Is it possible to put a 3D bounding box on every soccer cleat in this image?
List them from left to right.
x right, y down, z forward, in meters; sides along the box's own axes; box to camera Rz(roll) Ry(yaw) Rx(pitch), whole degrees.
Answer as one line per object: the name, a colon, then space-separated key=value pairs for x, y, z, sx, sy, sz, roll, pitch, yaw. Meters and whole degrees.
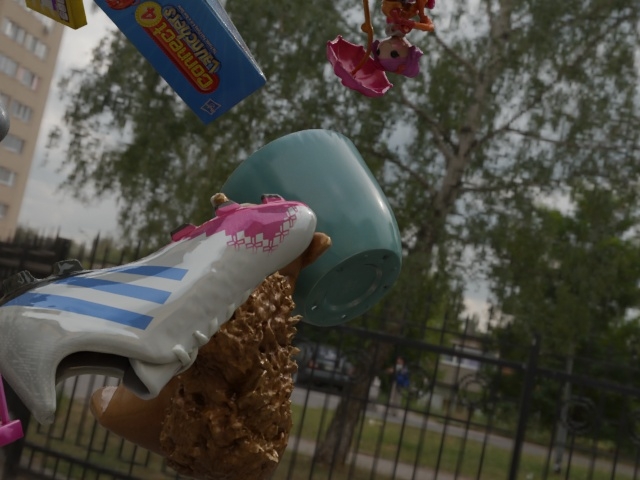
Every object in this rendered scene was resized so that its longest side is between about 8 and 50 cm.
soccer cleat: x=-0.135 y=0.067 z=0.810 sx=0.331 sy=0.143 sz=0.116 roll=-21 pitch=-22 yaw=-22

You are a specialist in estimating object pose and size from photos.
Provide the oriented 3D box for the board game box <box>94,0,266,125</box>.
board game box: x=-0.211 y=-0.320 z=0.927 sx=0.302 sy=0.086 sz=0.308 roll=48 pitch=9 yaw=-44

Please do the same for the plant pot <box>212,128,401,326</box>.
plant pot: x=0.000 y=0.000 z=1.446 sx=0.293 sy=0.293 sz=0.235 roll=20 pitch=29 yaw=-51

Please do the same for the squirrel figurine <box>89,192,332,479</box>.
squirrel figurine: x=-0.109 y=0.128 z=1.170 sx=0.281 sy=0.370 sz=0.397 roll=25 pitch=-8 yaw=-13

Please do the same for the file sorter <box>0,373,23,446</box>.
file sorter: x=-0.493 y=0.149 z=0.861 sx=0.291 sy=0.182 sz=0.202 roll=-10 pitch=1 yaw=23

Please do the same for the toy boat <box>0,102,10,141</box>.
toy boat: x=-0.551 y=-0.191 z=1.057 sx=0.318 sy=0.148 sz=0.267 roll=38 pitch=-11 yaw=-24

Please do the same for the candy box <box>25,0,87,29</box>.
candy box: x=-0.358 y=-0.379 z=1.097 sx=0.105 sy=0.027 sz=0.206 roll=30 pitch=-39 yaw=28

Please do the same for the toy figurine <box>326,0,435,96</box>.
toy figurine: x=0.068 y=-0.225 z=0.879 sx=0.173 sy=0.159 sz=0.130 roll=16 pitch=27 yaw=33
